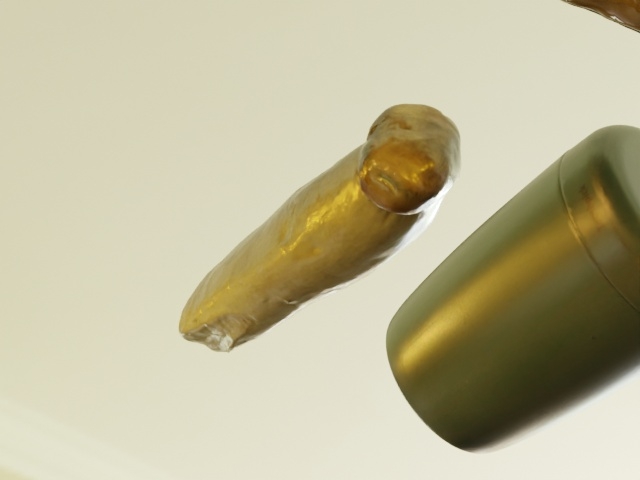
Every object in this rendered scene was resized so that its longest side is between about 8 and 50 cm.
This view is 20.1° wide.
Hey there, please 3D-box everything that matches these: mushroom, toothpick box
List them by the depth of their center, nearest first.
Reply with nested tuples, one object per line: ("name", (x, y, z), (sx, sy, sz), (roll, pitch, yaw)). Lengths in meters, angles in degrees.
("toothpick box", (0.126, 0.034, 0.969), (0.120, 0.120, 0.184), (19, -47, -42))
("mushroom", (0.000, 0.000, 1.324), (0.081, 0.100, 0.312), (45, -40, -6))

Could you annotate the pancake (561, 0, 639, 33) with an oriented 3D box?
("pancake", (0.149, -0.137, 0.746), (0.294, 0.294, 0.050), (1, -62, -16))
